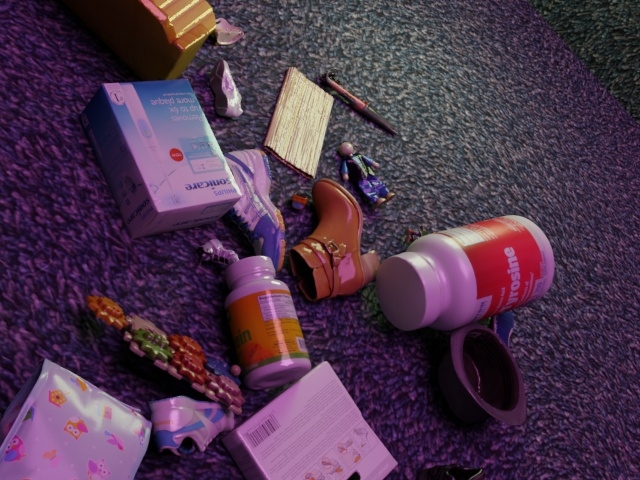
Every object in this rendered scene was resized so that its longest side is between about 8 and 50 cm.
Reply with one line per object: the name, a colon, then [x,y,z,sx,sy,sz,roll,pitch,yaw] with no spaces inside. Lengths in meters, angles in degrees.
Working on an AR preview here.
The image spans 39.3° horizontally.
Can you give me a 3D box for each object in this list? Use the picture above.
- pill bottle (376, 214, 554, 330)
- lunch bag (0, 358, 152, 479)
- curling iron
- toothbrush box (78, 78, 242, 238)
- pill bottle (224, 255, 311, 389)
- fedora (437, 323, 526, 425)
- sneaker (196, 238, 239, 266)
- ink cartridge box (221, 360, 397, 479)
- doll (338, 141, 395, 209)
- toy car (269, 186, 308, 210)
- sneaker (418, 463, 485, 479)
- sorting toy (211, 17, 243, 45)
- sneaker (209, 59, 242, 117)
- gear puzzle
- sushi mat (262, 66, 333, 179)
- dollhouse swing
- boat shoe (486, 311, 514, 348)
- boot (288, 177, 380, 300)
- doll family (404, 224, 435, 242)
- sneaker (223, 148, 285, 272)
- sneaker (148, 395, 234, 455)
pill bottle: [0.340,0.082,2.121,0.408,0.229,0.229,-13,72,-35]
lunch bag: [-0.403,0.340,1.395,0.223,0.160,0.262,35,50,-17]
curling iron: [0.111,-0.377,2.439,0.274,0.035,0.068,36,44,-18]
toothbrush box: [-0.327,-0.171,1.835,0.216,0.126,0.295,-12,73,-43]
pill bottle: [-0.115,0.161,1.791,0.136,0.136,0.245,3,61,-41]
fedora: [0.363,0.331,2.112,0.244,0.124,0.275,25,42,-29]
sneaker: [-0.217,0.037,1.844,0.069,0.038,0.098,-23,41,-39]
ink cartridge box: [-0.015,0.415,1.758,0.296,0.066,0.261,-31,85,-48]
doll: [0.110,-0.172,2.291,0.129,0.046,0.189,-30,78,-39]
toy car: [-0.086,-0.099,2.087,0.122,0.060,0.040,15,96,-15]
sneaker: [0.325,0.566,1.916,0.227,0.130,0.087,50,43,-6]
sorting toy: [-0.247,-0.524,2.219,0.083,0.045,0.075,-12,64,-45]
sneaker: [-0.222,-0.356,2.121,0.061,0.054,0.152,13,60,-47]
gear puzzle: [-0.276,0.185,1.629,0.339,0.044,0.175,35,7,-18]
sushi mat: [-0.050,-0.299,2.255,0.151,0.019,0.316,33,45,-22]
dollhouse swing: [-0.366,-0.565,1.969,0.347,0.315,0.305,45,62,-7]
boat shoe: [0.444,0.241,2.290,0.066,0.066,0.183,32,51,-18]
boot: [0.000,0.000,2.047,0.220,0.109,0.283,-17,82,-43]
doll family: [0.282,0.047,2.271,0.111,0.076,0.193,8,74,-38]
sneaker: [-0.163,-0.059,1.945,0.131,0.112,0.296,-5,63,-25]
sneaker: [-0.226,0.332,1.582,0.229,0.087,0.092,28,51,-61]
